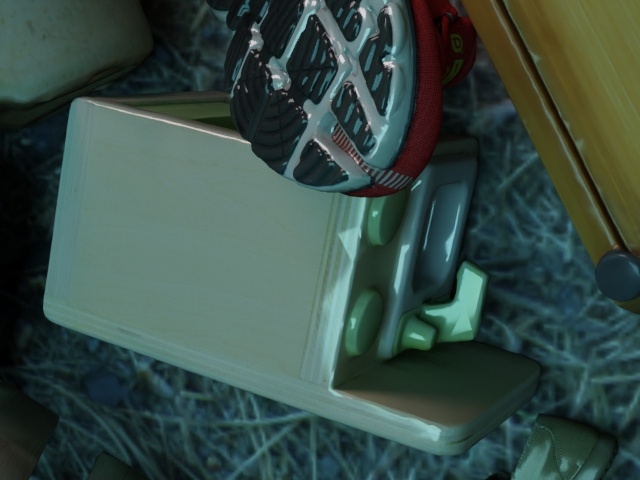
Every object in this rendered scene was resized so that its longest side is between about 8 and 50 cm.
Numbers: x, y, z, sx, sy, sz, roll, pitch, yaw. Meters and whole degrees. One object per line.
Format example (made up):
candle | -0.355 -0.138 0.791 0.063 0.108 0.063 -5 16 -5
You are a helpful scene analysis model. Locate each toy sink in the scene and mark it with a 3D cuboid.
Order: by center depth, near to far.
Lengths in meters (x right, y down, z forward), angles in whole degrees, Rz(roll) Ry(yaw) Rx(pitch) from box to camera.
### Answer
toy sink | 0.000 0.000 0.662 0.234 0.153 0.131 17 104 24

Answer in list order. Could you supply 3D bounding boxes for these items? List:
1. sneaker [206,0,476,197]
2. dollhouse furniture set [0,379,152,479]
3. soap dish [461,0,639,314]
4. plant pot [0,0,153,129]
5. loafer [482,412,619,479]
sneaker | 0.026 -0.100 0.585 0.118 0.279 0.107 22 115 -21
dollhouse furniture set | -0.171 0.251 0.727 0.242 0.161 0.212 36 114 -12
soap dish | 0.172 -0.122 0.554 0.229 0.118 0.290 -29 86 41
plant pot | -0.255 -0.189 0.687 0.334 0.334 0.305 -23 98 27
loafer | 0.103 0.154 0.692 0.050 0.056 0.148 40 102 16
